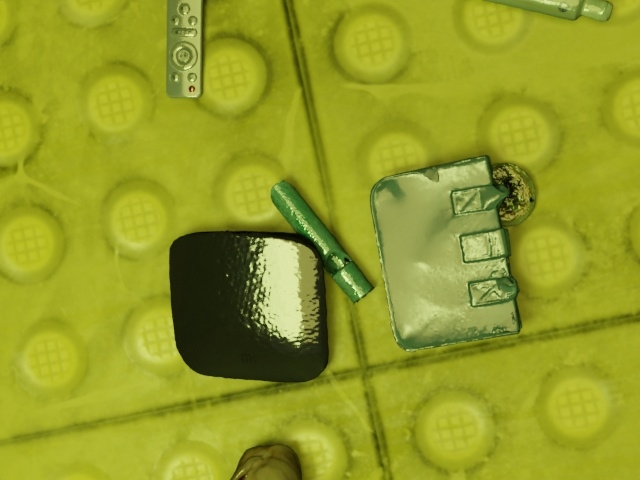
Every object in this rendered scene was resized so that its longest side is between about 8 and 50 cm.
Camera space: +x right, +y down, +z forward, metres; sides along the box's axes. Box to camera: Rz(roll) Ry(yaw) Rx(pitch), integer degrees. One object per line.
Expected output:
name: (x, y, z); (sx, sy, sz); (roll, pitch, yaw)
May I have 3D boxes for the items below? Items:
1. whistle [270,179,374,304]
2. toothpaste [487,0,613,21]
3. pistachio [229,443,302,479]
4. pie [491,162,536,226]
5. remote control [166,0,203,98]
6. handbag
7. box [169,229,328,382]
whistle: (0.000, 0.000, 1.535); (0.039, 0.039, 0.186); (-39, 85, 6)
toothpaste: (0.247, -0.324, 1.507); (0.255, 0.037, 0.067); (18, 92, 11)
pistachio: (-0.071, 0.337, 1.516); (0.113, 0.113, 0.149); (5, 106, 8)
pie: (0.238, -0.059, 1.512); (0.084, 0.021, 0.084); (0, 91, 8)
remote control: (-0.180, -0.282, 1.568); (0.049, 0.027, 0.184); (2, 95, 9)
handbag: (0.165, 0.016, 1.493); (0.179, 0.062, 0.229); (-12, 88, 13)
box: (-0.094, 0.085, 1.538); (0.212, 0.042, 0.201); (-1, 97, 13)
